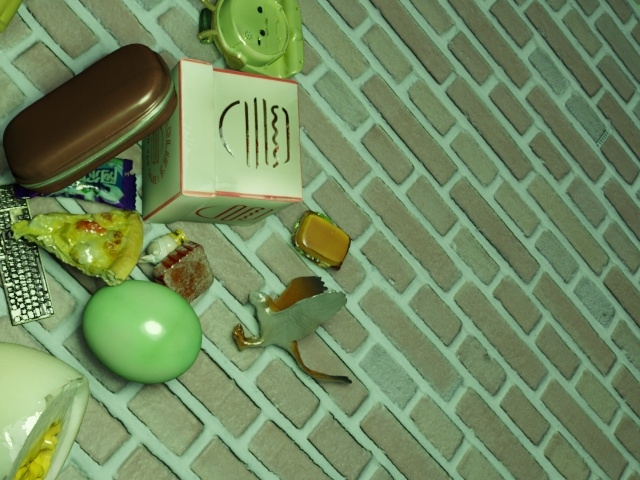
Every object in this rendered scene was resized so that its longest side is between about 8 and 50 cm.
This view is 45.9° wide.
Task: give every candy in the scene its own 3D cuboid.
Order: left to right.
[{"bbox_3d":[-0.563,-0.144,1.755,0.275,0.070,0.145,5,64,-25],"label":"candy"}]

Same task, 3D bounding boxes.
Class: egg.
[{"bbox_3d":[-0.673,0.351,1.449,0.340,0.354,0.354,22,68,3],"label":"egg"},{"bbox_3d":[-0.395,0.201,1.679,0.270,0.220,0.220,23,69,-11],"label":"egg"}]

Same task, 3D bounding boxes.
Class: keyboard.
[{"bbox_3d":[-0.677,0.027,1.681,0.106,0.027,0.317,-14,86,-30],"label":"keyboard"}]

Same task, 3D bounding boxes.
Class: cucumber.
[{"bbox_3d":[-0.296,-0.573,2.001,0.048,0.048,0.105,1,78,-28],"label":"cucumber"}]

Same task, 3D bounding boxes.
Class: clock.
[{"bbox_3d":[-0.186,-0.559,1.997,0.308,0.096,0.235,4,78,-40],"label":"clock"}]

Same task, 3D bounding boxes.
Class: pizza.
[{"bbox_3d":[-0.535,-0.008,1.667,0.288,0.075,0.280,10,34,-21],"label":"pizza"}]

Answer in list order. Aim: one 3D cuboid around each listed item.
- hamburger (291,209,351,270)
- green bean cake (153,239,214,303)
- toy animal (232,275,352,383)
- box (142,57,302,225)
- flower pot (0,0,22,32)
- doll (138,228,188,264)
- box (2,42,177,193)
[{"bbox_3d":[0.000,0.000,2.007,0.166,0.087,0.137,34,65,-19],"label":"hamburger"},{"bbox_3d":[-0.327,0.082,1.804,0.136,0.056,0.135,-41,134,-31],"label":"green bean cake"},{"bbox_3d":[-0.077,0.248,1.920,0.302,0.225,0.284,-7,103,-16],"label":"toy animal"},{"bbox_3d":[-0.242,-0.213,1.801,0.300,0.312,0.314,3,78,-29],"label":"box"},{"bbox_3d":[-0.750,-0.559,1.667,0.195,0.195,0.179,14,65,-24],"label":"flower pot"},{"bbox_3d":[-0.376,0.031,1.813,0.127,0.073,0.084,-37,108,-33],"label":"doll"},{"bbox_3d":[-0.496,-0.263,1.632,0.404,0.263,0.108,-32,138,1],"label":"box"}]
